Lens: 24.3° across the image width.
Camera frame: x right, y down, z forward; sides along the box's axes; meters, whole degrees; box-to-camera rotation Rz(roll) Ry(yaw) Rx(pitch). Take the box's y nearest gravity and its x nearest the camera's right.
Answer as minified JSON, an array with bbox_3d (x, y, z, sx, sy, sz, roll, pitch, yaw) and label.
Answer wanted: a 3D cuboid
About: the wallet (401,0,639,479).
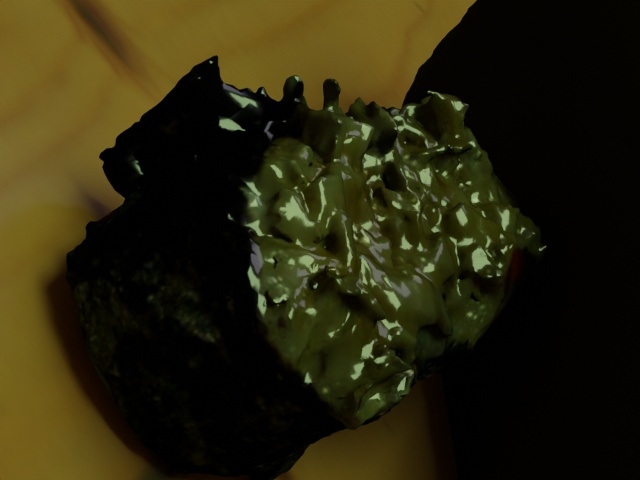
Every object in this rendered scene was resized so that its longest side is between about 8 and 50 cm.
[{"bbox_3d":[0.128,0.026,0.642,0.062,0.228,0.406,17,46,-27],"label":"wallet"}]

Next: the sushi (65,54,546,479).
[{"bbox_3d":[0.000,0.000,0.588,0.212,0.115,0.147,-17,76,-59],"label":"sushi"}]
